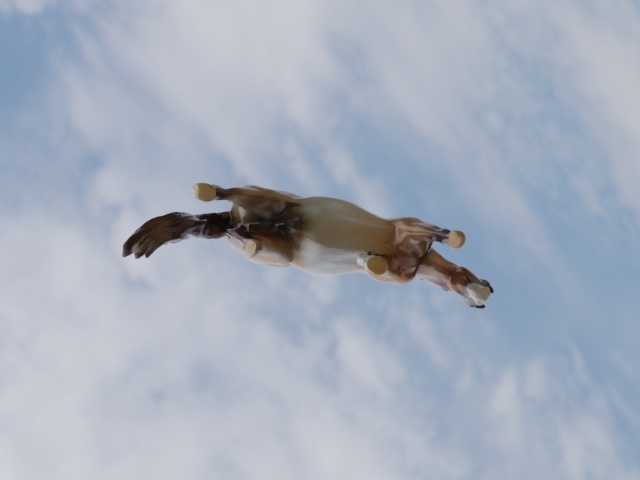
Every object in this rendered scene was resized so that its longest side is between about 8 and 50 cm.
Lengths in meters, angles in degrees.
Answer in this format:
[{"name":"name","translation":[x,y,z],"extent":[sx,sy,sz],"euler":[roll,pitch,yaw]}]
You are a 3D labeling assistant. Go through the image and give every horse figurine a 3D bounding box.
[{"name":"horse figurine","translation":[0.000,0.000,0.950],"extent":[0.263,0.066,0.174],"euler":[8,179,4]}]
